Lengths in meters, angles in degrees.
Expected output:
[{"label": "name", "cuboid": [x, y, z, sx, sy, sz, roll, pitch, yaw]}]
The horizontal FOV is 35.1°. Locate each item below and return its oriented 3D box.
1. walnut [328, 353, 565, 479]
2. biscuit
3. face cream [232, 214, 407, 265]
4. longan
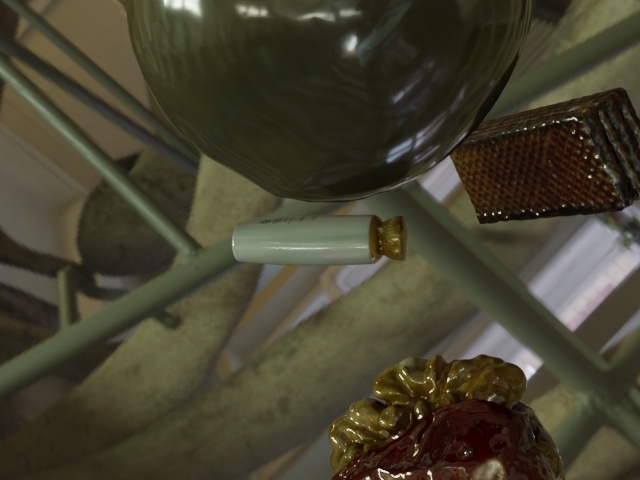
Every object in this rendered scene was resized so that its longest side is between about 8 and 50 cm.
[{"label": "walnut", "cuboid": [0.117, 0.247, 1.039, 0.244, 0.269, 0.221, 61, -159, -1]}, {"label": "biscuit", "cuboid": [0.233, -0.083, 1.057, 0.106, 0.070, 0.252, 62, 156, -12]}, {"label": "face cream", "cuboid": [0.000, 0.000, 1.056, 0.072, 0.182, 0.051, -54, -40, -68]}, {"label": "longan", "cuboid": [0.009, -0.187, 0.746, 0.319, 0.319, 0.319, 42, -176, -4]}]
